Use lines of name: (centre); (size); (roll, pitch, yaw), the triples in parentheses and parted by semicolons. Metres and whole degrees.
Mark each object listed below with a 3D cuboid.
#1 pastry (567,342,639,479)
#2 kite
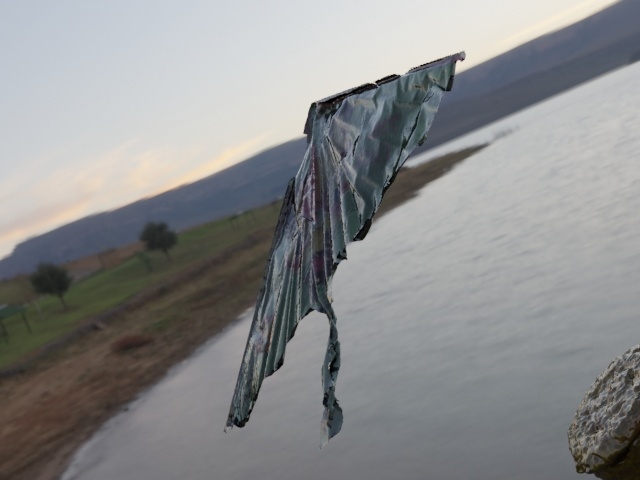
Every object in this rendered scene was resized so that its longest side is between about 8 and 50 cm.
pastry: (0.385, 0.219, 0.982); (0.188, 0.103, 0.189); (-57, -2, -3)
kite: (0.000, 0.000, 0.480); (0.267, 0.013, 0.322); (-93, 25, -47)
